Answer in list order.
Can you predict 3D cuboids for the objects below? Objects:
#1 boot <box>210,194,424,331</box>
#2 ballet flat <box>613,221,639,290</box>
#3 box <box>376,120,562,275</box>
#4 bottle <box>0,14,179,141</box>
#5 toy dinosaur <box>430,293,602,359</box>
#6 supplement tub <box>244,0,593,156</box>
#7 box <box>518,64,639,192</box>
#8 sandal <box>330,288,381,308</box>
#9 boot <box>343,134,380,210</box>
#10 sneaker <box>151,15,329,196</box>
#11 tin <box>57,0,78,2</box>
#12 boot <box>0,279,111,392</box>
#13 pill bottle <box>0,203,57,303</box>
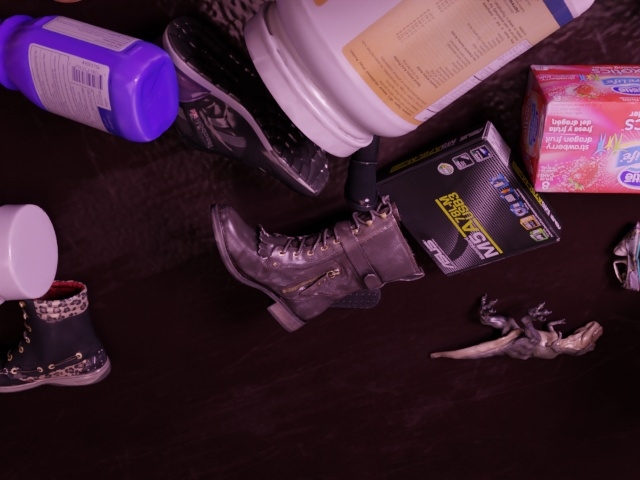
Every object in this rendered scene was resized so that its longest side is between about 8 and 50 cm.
[{"bbox_3d":[0.000,0.000,1.001,0.229,0.091,0.263,-28,127,13],"label":"boot"},{"bbox_3d":[0.440,0.024,1.045,0.041,0.041,0.114,-8,121,10],"label":"ballet flat"},{"bbox_3d":[0.196,-0.049,0.983,0.184,0.045,0.190,-22,120,38],"label":"box"},{"bbox_3d":[-0.309,-0.209,0.882,0.283,0.092,0.118,20,138,19],"label":"bottle"},{"bbox_3d":[0.298,0.142,1.122,0.268,0.064,0.118,-6,129,13],"label":"toy dinosaur"},{"bbox_3d":[0.097,-0.254,0.780,0.316,0.228,0.228,-33,115,23],"label":"supplement tub"},{"bbox_3d":[0.384,-0.137,0.890,0.257,0.128,0.122,1,123,4],"label":"box"},{"bbox_3d":[0.003,0.071,1.116,0.179,0.040,0.067,6,128,-10],"label":"sandal"},{"bbox_3d":[0.058,-0.110,0.945,0.045,0.121,0.099,6,129,-2],"label":"boot"},{"bbox_3d":[-0.114,-0.153,0.957,0.283,0.107,0.124,44,131,-17],"label":"sneaker"},{"bbox_3d":[-0.269,-0.350,0.866,0.190,0.040,0.106,-13,117,13],"label":"tin"},{"bbox_3d":[-0.470,0.152,1.181,0.237,0.085,0.178,-2,121,-1],"label":"boot"},{"bbox_3d":[-0.544,0.025,1.058,0.283,0.161,0.161,-3,122,7],"label":"pill bottle"}]
